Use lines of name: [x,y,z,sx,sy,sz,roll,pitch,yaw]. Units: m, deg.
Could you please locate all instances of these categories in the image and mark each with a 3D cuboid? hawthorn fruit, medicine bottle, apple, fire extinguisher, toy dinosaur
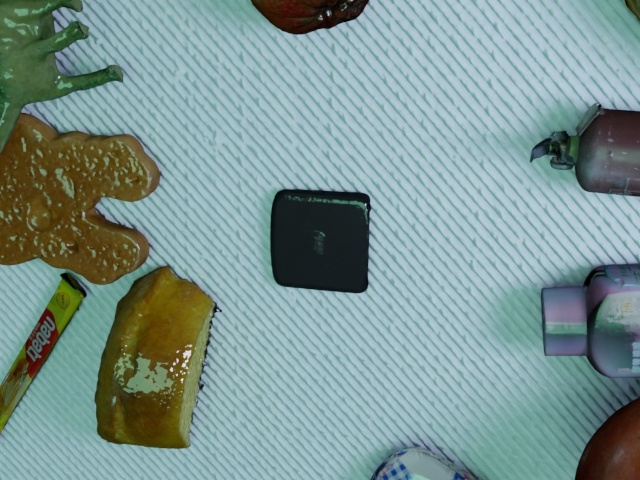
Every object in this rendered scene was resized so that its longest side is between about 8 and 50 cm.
hawthorn fruit: [-0.015,-0.322,0.955,0.156,0.157,0.194,-14,85,15]
medicine bottle: [0.347,0.089,1.025,0.187,0.094,0.119,-2,106,12]
apple: [0.386,0.260,0.962,0.233,0.234,0.234,3,107,10]
fire extinguisher: [0.359,-0.090,0.965,0.268,0.105,0.105,7,108,9]
toy dinosaur: [-0.395,-0.211,1.080,0.300,0.087,0.447,-20,84,18]

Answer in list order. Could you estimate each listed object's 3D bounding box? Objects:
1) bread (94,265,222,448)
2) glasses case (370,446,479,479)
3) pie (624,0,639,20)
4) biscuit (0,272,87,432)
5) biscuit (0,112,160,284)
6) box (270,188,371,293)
bread: [-0.216,0.172,1.142,0.129,0.134,0.260,14,109,6]
glasses case: [0.205,0.385,1.151,0.327,0.076,0.125,36,108,-2]
pie: [0.372,-0.225,0.883,0.205,0.179,0.084,45,104,3]
biscuit: [-0.396,0.166,1.234,0.048,0.026,0.292,41,110,18]
biscuit: [-0.367,-0.061,1.149,0.333,0.047,0.202,10,107,6]
box: [0.000,0.000,1.107,0.125,0.027,0.126,5,108,13]
